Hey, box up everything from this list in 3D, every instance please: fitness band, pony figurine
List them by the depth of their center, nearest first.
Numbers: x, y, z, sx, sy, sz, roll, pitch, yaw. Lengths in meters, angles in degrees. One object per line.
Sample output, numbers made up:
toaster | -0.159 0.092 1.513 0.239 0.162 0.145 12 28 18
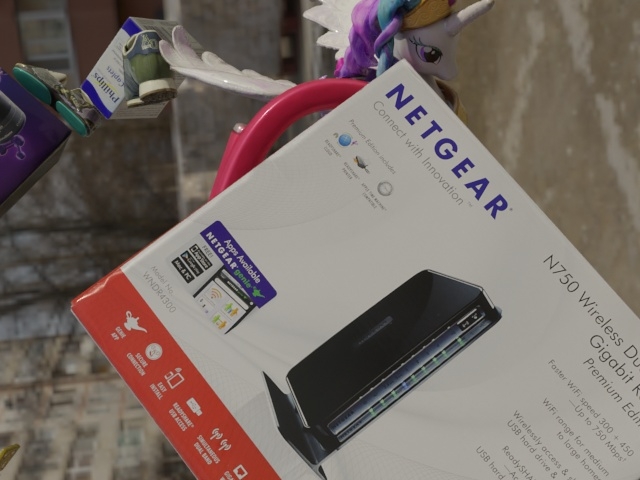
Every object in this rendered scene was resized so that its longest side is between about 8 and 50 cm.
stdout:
fitness band | 0.000 0.000 1.108 0.054 0.209 0.291 -135 61 -72
pony figurine | 0.052 -0.138 1.323 0.351 0.303 0.363 19 132 40

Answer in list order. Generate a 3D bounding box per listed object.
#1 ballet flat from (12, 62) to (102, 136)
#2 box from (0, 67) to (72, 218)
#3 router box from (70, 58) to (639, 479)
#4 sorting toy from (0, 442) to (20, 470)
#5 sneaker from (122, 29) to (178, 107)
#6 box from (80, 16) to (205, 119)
ballet flat | -0.281 -0.159 1.359 0.114 0.041 0.041 40 164 7
box | -0.435 -0.080 1.391 0.261 0.184 0.103 -52 5 -27
router box | 0.046 0.089 0.875 0.335 0.301 0.082 50 171 15
sorting toy | -0.525 0.353 1.714 0.132 0.046 0.274 -56 -11 31
sneaker | -0.216 -0.217 1.571 0.192 0.064 0.086 -174 73 -77
box | -0.257 -0.248 1.812 0.072 0.137 0.126 46 -157 15
